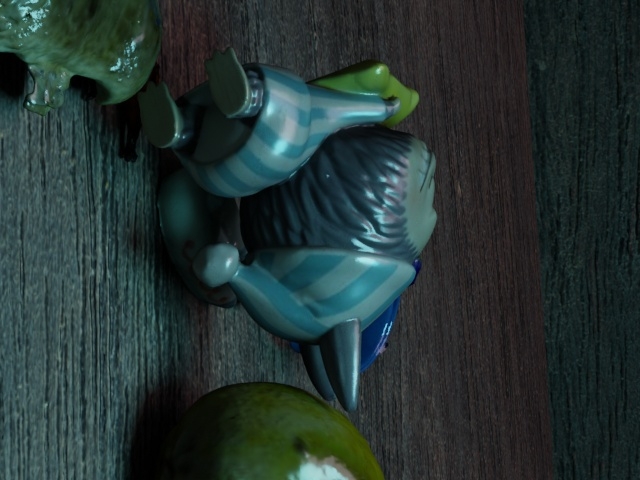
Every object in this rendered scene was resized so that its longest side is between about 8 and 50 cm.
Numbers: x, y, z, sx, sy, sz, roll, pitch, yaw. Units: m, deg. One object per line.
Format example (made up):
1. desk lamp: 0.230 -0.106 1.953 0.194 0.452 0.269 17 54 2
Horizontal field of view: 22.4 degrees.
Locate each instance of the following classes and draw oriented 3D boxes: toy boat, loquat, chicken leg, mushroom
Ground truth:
1. toy boat: -0.130 -0.009 1.990 0.208 0.078 0.134 65 31 -46
2. loquat: -0.066 0.299 1.857 0.284 0.276 0.276 35 49 -33
3. chicken leg: -0.211 -0.158 1.872 0.062 0.037 0.145 83 14 -49
4. mushroom: -0.255 -0.240 1.627 0.344 0.130 0.248 38 46 -63

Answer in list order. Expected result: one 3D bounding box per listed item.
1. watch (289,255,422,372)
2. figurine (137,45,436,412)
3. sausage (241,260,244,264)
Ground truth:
1. watch: 0.038 0.080 2.240 0.200 0.171 0.196 -65 149 -18
2. figurine: 0.000 0.000 1.815 0.361 0.266 0.378 6 63 -54
3. sausage: -0.070 0.016 2.151 0.194 0.077 0.077 -75 152 -47
